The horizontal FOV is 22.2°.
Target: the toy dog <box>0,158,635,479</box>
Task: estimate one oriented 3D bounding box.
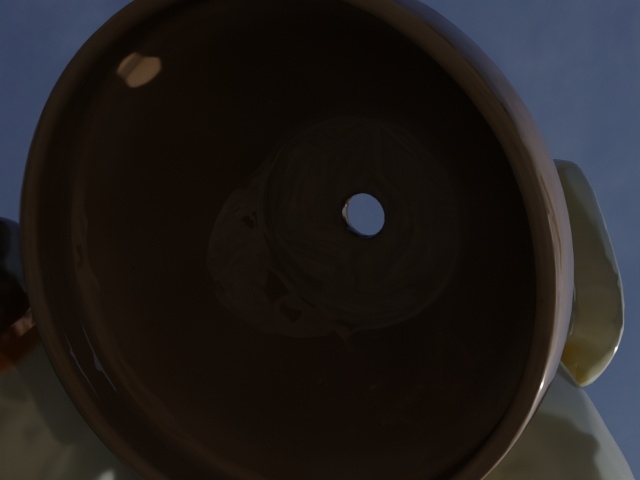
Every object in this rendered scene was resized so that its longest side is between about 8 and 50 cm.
[{"bbox_3d":[-0.065,0.116,0.863,0.408,0.395,0.284,10,-53,-16],"label":"toy dog"}]

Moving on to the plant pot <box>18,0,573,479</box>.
[{"bbox_3d":[0.000,0.000,0.694,0.237,0.110,0.237,5,-77,23],"label":"plant pot"}]
